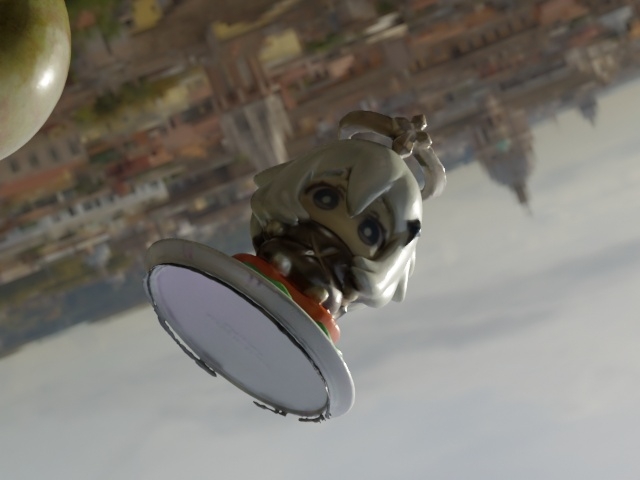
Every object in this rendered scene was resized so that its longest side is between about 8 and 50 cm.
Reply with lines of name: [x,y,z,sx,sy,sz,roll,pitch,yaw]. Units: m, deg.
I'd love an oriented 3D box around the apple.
apple: [-0.360,-0.181,1.367,0.257,0.256,0.234,-22,-178,-39]

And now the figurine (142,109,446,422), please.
figurine: [0.000,0.000,0.776,0.153,0.132,0.132,-51,-165,-26]
